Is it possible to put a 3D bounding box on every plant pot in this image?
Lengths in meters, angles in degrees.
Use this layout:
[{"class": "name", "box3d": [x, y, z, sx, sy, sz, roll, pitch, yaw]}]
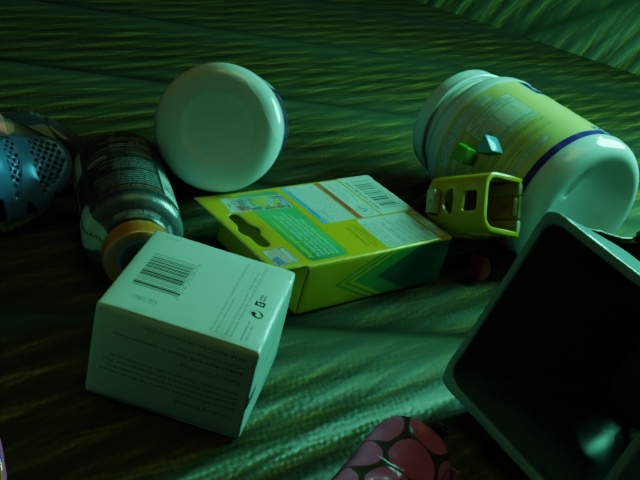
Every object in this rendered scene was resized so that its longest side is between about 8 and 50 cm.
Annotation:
[{"class": "plant pot", "box3d": [0.348, 0.150, 1.047, 0.252, 0.247, 0.247, 14, 23, -41]}]

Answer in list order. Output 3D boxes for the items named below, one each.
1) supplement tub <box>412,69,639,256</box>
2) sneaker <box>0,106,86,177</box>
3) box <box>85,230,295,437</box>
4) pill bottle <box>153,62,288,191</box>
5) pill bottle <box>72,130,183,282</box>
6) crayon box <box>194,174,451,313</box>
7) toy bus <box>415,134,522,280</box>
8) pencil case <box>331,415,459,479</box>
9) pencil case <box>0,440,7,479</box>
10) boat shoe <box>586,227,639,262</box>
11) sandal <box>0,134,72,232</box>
[{"class": "supplement tub", "box3d": [0.330, -0.127, 1.516, 0.241, 0.241, 0.331, -6, 35, -33]}, {"class": "sneaker", "box3d": [-0.498, -0.127, 1.302, 0.319, 0.112, 0.131, 13, 45, 3]}, {"class": "box", "box3d": [-0.141, 0.099, 1.020, 0.182, 0.119, 0.181, 17, 28, 3]}, {"class": "pill bottle", "box3d": [-0.141, -0.174, 1.396, 0.182, 0.181, 0.323, 14, 7, -2]}, {"class": "pill bottle", "box3d": [-0.254, -0.038, 1.200, 0.131, 0.130, 0.245, 3, 30, -21]}, {"class": "crayon box", "box3d": [0.000, 0.000, 1.302, 0.323, 0.083, 0.203, -10, 36, -38]}, {"class": "toy bus", "box3d": [0.206, -0.052, 1.379, 0.104, 0.202, 0.191, 10, 37, -39]}, {"class": "pencil case", "box3d": [0.055, 0.252, 0.874, 0.098, 0.095, 0.209, 39, 36, 11]}, {"class": "pencil case", "box3d": [-0.377, 0.212, 0.736, 0.237, 0.104, 0.104, 1, 31, -25]}, {"class": "boat shoe", "box3d": [0.527, 0.050, 1.407, 0.356, 0.130, 0.132, 4, 30, -19]}, {"class": "sandal", "box3d": [-0.455, -0.078, 1.148, 0.317, 0.138, 0.126, -19, 74, -41]}]
